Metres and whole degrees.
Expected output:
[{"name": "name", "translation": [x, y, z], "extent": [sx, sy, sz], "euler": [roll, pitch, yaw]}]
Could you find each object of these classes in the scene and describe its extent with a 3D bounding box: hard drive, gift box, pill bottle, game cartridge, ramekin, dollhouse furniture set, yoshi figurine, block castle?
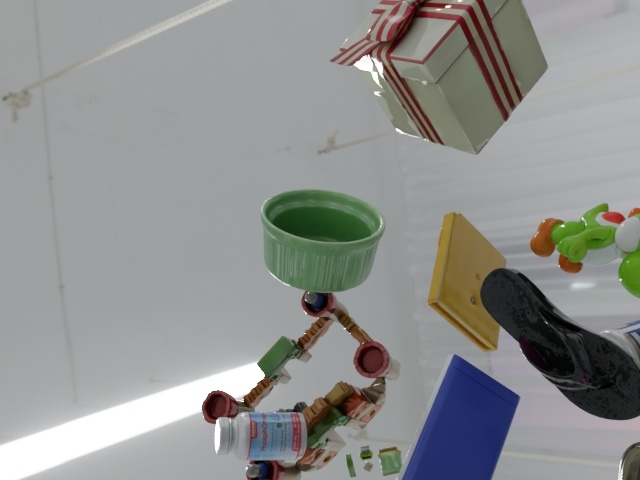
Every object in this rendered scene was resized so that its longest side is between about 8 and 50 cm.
[{"name": "hard drive", "translation": [0.322, 0.453, 1.385], "extent": [0.210, 0.040, 0.318], "euler": [34, -112, -13]}, {"name": "gift box", "translation": [0.193, -0.330, 1.066], "extent": [0.255, 0.276, 0.258], "euler": [-53, -49, -12]}, {"name": "pill bottle", "translation": [0.893, 0.284, 1.634], "extent": [0.265, 0.153, 0.153], "euler": [-13, -84, -15]}, {"name": "game cartridge", "translation": [0.426, 0.111, 1.729], "extent": [0.285, 0.053, 0.323], "euler": [40, -131, -28]}, {"name": "pill bottle", "translation": [-0.112, 0.365, 1.128], "extent": [0.160, 0.087, 0.087], "euler": [5, -103, -16]}, {"name": "ramekin", "translation": [0.000, 0.000, 1.490], "extent": [0.303, 0.304, 0.148], "euler": [-36, -40, -52]}, {"name": "dollhouse furniture set", "translation": [0.147, 0.591, 1.630], "extent": [0.076, 0.152, 0.058], "euler": [-101, -1, -54]}, {"name": "yoshi figurine", "translation": [0.649, 0.041, 1.356], "extent": [0.204, 0.362, 0.202], "euler": [-26, -81, -21]}, {"name": "block castle", "translation": [-0.052, 0.361, 1.479], "extent": [0.453, 0.303, 0.213], "euler": [-47, -33, 3]}]

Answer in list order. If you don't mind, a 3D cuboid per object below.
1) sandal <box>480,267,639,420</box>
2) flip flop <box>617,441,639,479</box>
[{"name": "sandal", "translation": [0.504, 0.231, 1.333], "extent": [0.107, 0.446, 0.167], "euler": [-3, -56, -38]}, {"name": "flip flop", "translation": [0.676, 0.553, 1.259], "extent": [0.080, 0.112, 0.276], "euler": [-115, 25, -73]}]
